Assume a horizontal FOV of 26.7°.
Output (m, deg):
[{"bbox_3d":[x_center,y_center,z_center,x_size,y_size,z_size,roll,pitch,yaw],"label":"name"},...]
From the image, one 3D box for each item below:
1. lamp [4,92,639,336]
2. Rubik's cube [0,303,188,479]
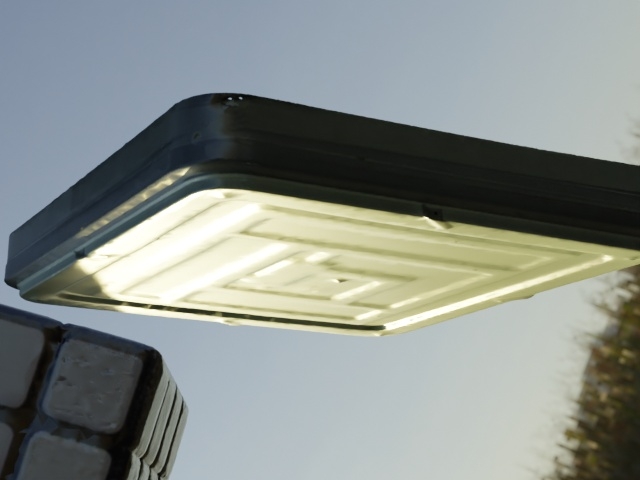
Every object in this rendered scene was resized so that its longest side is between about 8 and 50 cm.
[{"bbox_3d":[0.000,0.000,0.704,0.266,0.269,0.047,-23,63,57],"label":"lamp"},{"bbox_3d":[-0.331,0.239,1.213,0.344,0.343,0.337,93,-168,-74],"label":"Rubik's cube"}]
